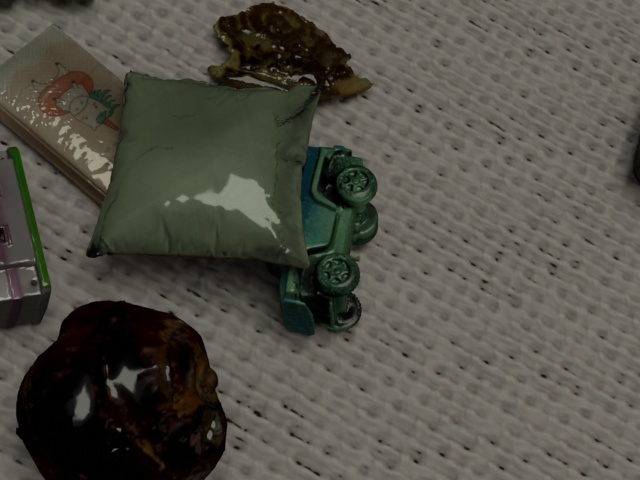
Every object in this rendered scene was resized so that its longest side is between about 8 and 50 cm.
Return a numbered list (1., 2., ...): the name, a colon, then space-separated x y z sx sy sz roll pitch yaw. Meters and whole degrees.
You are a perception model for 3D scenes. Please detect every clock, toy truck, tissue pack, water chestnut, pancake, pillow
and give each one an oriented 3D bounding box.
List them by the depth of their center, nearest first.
1. water chestnut: -0.264 0.223 1.404 0.289 0.244 0.289 -1 93 -29
2. clock: -0.550 0.012 1.462 0.310 0.166 0.235 -8 68 -26
3. pillow: -0.160 -0.104 1.555 0.310 0.119 0.312 5 63 -2
4. toy truck: 0.000 0.000 1.621 0.156 0.155 0.278 9 63 9
5. tissue pack: -0.346 -0.172 1.650 0.325 0.071 0.170 40 61 5
6. pancake: -0.068 -0.292 1.790 0.257 0.056 0.212 39 55 13

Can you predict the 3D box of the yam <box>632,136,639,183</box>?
1. yam: 0.635 -0.189 1.876 0.154 0.154 0.254 26 69 -2
